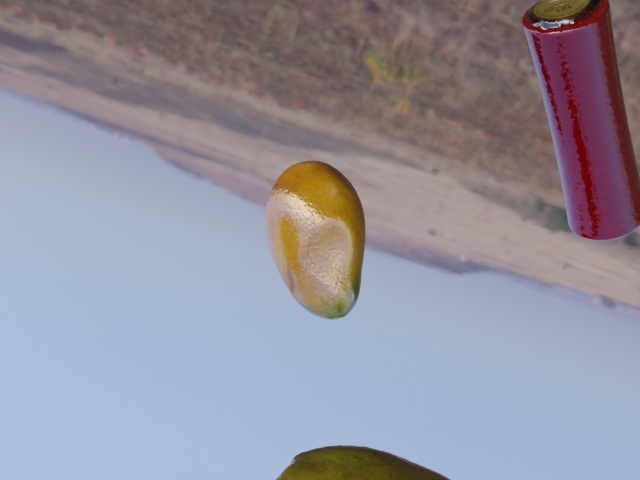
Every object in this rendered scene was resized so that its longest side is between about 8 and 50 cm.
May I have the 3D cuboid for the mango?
[{"bbox_3d":[-0.005,-0.002,1.220,0.115,0.165,0.089,7,-166,42],"label":"mango"}]

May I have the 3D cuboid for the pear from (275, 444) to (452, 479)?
[{"bbox_3d":[0.063,0.371,1.314,0.321,0.269,0.269,34,-175,15],"label":"pear"}]

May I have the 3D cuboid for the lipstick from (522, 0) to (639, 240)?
[{"bbox_3d":[0.248,-0.112,1.070,0.080,0.080,0.241,21,140,45],"label":"lipstick"}]
